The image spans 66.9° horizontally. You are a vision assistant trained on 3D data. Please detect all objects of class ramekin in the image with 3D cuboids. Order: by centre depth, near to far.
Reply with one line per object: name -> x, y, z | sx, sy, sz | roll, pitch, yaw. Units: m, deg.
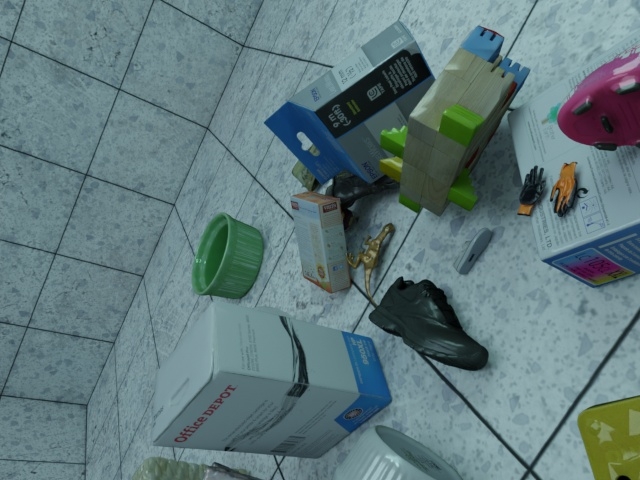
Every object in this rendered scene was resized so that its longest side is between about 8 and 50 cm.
ramekin -> 0.131, 0.389, 0.775 | 0.109, 0.207, 0.207 | -61, 31, -3
ramekin -> -0.331, 0.064, 1.739 | 0.303, 0.148, 0.303 | -34, 46, 45

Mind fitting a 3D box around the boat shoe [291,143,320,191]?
boat shoe -> 0.025, -0.264, 1.434 | 0.089, 0.105, 0.285 | 52, 131, 12

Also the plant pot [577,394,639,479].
plant pot -> 0.384, 0.236, 0.471 | 0.212, 0.187, 0.212 | -38, 44, 42

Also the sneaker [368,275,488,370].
sneaker -> 0.200, 0.143, 0.903 | 0.286, 0.109, 0.130 | 25, 88, 57

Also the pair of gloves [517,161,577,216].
pair of gloves -> 0.306, -0.067, 0.654 | 0.083, 0.010, 0.074 | 5, 79, 61

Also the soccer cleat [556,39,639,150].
soccer cleat -> 0.412, -0.201, 0.488 | 0.331, 0.116, 0.143 | -21, 41, 49

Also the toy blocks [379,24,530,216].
toy blocks -> 0.257, -0.216, 0.859 | 0.261, 0.191, 0.381 | -54, -15, -11

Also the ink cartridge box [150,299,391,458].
ink cartridge box -> -0.104, 0.303, 1.001 | 0.285, 0.395, 0.166 | -49, 37, 30

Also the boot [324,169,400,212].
boot -> 0.126, -0.188, 1.239 | 0.229, 0.091, 0.262 | -26, 41, 35

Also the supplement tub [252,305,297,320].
supplement tub -> -0.164, 0.329, 1.279 | 0.272, 0.191, 0.191 | -60, 32, 16

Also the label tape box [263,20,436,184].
label tape box -> 0.091, -0.255, 1.054 | 0.348, 0.249, 0.115 | -33, 44, 14

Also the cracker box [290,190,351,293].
cracker box -> 0.000, 0.000, 1.227 | 0.156, 0.067, 0.232 | 24, 127, 59

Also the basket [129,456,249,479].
basket -> -0.337, 0.753, 1.189 | 0.266, 0.328, 0.331 | -54, 33, 17

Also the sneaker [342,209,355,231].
sneaker -> 0.020, -0.075, 1.326 | 0.185, 0.084, 0.069 | 26, 96, 59

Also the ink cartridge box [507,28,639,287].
ink cartridge box -> 0.461, -0.137, 0.599 | 0.395, 0.151, 0.269 | -34, 47, 47

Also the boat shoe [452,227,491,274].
boat shoe -> 0.281, 0.015, 0.912 | 0.100, 0.035, 0.035 | -65, 33, 21

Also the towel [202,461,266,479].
towel -> -0.121, 0.642, 0.949 | 0.053, 0.332, 0.316 | 64, -137, -79

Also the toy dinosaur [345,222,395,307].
toy dinosaur -> 0.112, 0.052, 1.128 | 0.112, 0.064, 0.211 | 3, 76, 57
